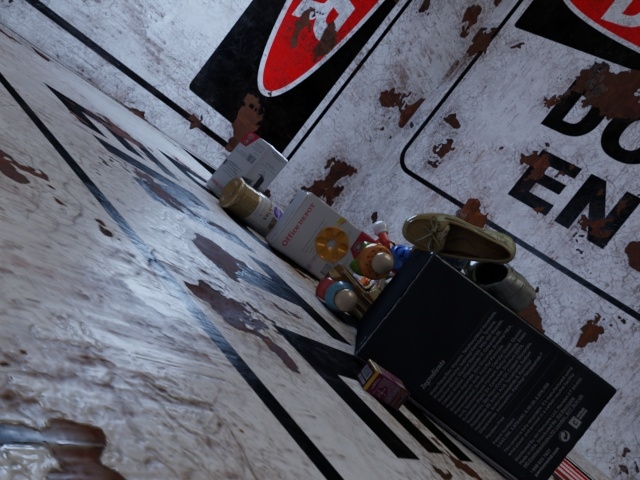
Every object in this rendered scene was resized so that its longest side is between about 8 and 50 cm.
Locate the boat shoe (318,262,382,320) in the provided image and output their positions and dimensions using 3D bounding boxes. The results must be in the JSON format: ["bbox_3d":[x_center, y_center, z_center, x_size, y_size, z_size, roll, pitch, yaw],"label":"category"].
[{"bbox_3d":[0.149,0.195,1.811,0.324,0.120,0.122,37,3,-3],"label":"boat shoe"}]

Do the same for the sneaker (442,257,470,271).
[{"bbox_3d":[0.364,0.053,1.577,0.081,0.080,0.211,59,9,20],"label":"sneaker"}]

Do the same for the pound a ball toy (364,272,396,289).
[{"bbox_3d":[0.218,0.227,2.049,0.136,0.208,0.319,17,-9,-1],"label":"pound a ball toy"}]

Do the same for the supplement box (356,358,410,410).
[{"bbox_3d":[0.114,0.263,1.056,0.083,0.043,0.055,36,3,-14],"label":"supplement box"}]

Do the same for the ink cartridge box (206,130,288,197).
[{"bbox_3d":[-0.284,-0.258,2.209,0.114,0.273,0.197,40,1,-41],"label":"ink cartridge box"}]

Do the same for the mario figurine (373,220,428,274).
[{"bbox_3d":[0.281,0.039,2.044,0.170,0.198,0.321,8,1,-33],"label":"mario figurine"}]

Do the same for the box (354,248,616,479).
[{"bbox_3d":[0.352,0.273,1.415,0.472,0.297,0.480,36,3,3],"label":"box"}]

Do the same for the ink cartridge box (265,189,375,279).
[{"bbox_3d":[0.000,0.000,2.003,0.306,0.226,0.131,37,-2,-19],"label":"ink cartridge box"}]

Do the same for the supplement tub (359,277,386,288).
[{"bbox_3d":[0.244,0.233,2.424,0.190,0.117,0.117,38,3,-6],"label":"supplement tub"}]

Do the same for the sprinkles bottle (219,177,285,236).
[{"bbox_3d":[-0.191,-0.083,2.053,0.355,0.121,0.121,35,4,-36],"label":"sprinkles bottle"}]

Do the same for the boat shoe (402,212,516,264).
[{"bbox_3d":[0.338,-0.006,1.430,0.285,0.104,0.089,12,9,18],"label":"boat shoe"}]

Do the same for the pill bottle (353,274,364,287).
[{"bbox_3d":[0.086,0.147,2.136,0.160,0.087,0.087,40,4,37],"label":"pill bottle"}]

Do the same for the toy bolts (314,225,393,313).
[{"bbox_3d":[0.072,0.084,1.577,0.218,0.228,0.158,31,-5,-16],"label":"toy bolts"}]

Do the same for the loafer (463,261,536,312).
[{"bbox_3d":[0.449,0.087,1.516,0.111,0.112,0.319,46,0,-15],"label":"loafer"}]
